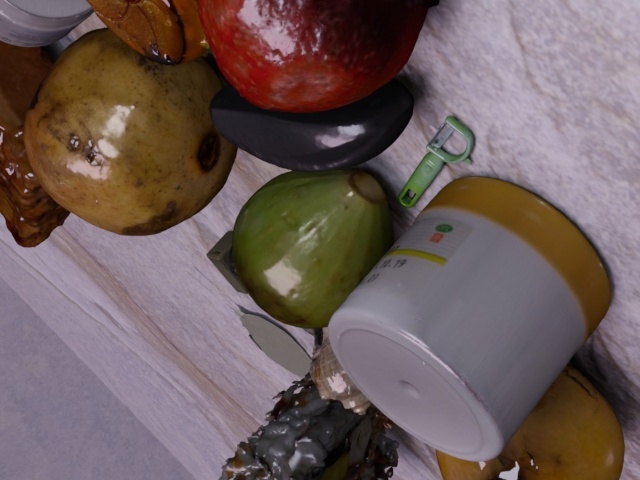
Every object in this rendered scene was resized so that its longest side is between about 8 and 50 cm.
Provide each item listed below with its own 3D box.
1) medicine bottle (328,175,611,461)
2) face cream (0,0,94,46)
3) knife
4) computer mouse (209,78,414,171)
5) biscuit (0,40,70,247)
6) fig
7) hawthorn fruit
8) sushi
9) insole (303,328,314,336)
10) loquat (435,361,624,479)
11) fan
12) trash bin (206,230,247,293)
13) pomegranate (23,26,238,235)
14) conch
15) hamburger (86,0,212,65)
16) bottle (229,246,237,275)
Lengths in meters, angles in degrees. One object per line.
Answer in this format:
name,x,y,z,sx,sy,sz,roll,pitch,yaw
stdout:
medicine bottle,0.164,0.086,1.207,0.238,0.232,0.238,35,154,20
face cream,-0.364,-0.346,1.374,0.177,0.177,0.153,50,155,-15
knife,0.134,-0.080,1.250,0.054,0.015,0.212,34,155,1
computer mouse,-0.005,-0.134,1.220,0.270,0.137,0.086,17,136,42
biscuit,-0.507,-0.196,1.785,0.342,0.166,0.395,56,158,2
fig,-0.004,0.009,1.377,0.207,0.207,0.230,50,155,-15
hawthorn fruit,-0.015,-0.221,1.028,0.215,0.215,0.250,44,161,-1
sushi,-0.016,0.396,1.802,0.176,0.417,0.417,25,150,31
insole,-0.052,0.126,1.879,0.193,0.006,0.065,29,153,29
loquat,0.256,0.251,1.343,0.235,0.235,0.235,34,154,19
fan,-0.133,0.153,2.041,0.310,0.010,0.182,40,155,0
trash bin,-0.139,0.039,1.803,0.043,0.061,0.092,13,144,48
pomegranate,-0.241,-0.142,1.413,0.281,0.281,0.281,34,154,19
conch,0.034,0.135,1.595,0.178,0.163,0.245,-11,94,43
hamburger,-0.172,-0.302,1.199,0.261,0.138,0.243,53,156,-20
bottle,-0.079,0.000,1.623,0.072,0.082,0.244,43,156,-5
